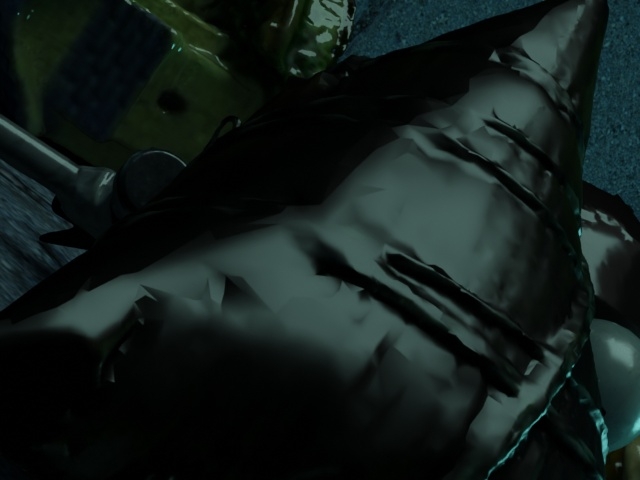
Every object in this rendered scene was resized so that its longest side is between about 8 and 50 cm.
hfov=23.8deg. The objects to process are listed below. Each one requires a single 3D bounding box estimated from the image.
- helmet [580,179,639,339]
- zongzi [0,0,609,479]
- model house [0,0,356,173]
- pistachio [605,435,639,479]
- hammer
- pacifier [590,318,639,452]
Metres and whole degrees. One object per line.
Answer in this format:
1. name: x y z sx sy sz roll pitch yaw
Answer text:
1. helmet: 0.174 0.073 1.252 0.305 0.225 0.177 6 39 -36
2. zongzi: 0.045 0.099 0.685 0.362 0.319 0.383 49 24 -7
3. model house: -0.165 -0.195 1.184 0.266 0.261 0.321 31 5 -32
4. pistachio: 0.289 0.249 1.238 0.299 0.187 0.187 24 16 -42
5. hammer: -0.263 -0.119 0.834 0.427 0.044 0.152 35 -22 -15
6. pacifier: 0.111 0.090 0.970 0.226 0.238 0.287 -8 -33 35
